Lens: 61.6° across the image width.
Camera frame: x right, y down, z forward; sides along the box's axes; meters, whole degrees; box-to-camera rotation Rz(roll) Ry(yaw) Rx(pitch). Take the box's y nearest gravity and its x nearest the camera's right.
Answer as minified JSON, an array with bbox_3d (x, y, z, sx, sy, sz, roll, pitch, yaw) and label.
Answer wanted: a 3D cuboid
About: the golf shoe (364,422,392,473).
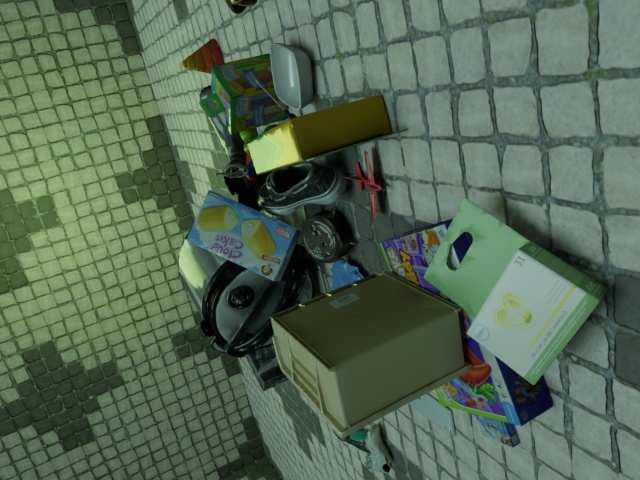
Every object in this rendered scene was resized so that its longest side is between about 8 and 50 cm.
[{"bbox_3d":[0.180,0.625,1.610,0.085,0.069,0.176,15,126,31],"label":"golf shoe"}]

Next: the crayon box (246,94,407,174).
[{"bbox_3d":[-0.002,-0.211,1.085,0.323,0.203,0.083,4,113,65],"label":"crayon box"}]

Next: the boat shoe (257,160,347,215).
[{"bbox_3d":[-0.075,-0.147,1.343,0.119,0.121,0.335,32,156,-31],"label":"boat shoe"}]

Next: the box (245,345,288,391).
[{"bbox_3d":[-0.157,0.331,1.865,0.308,0.242,0.077,57,155,30],"label":"box"}]

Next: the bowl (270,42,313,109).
[{"bbox_3d":[-0.062,-0.390,1.265,0.142,0.053,0.142,43,145,48],"label":"bowl"}]

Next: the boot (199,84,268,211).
[{"bbox_3d":[-0.236,-0.256,1.506,0.338,0.118,0.223,54,-155,-31],"label":"boot"}]

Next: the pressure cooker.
[{"bbox_3d":[-0.225,0.136,1.677,0.420,0.375,0.370,43,143,49],"label":"pressure cooker"}]

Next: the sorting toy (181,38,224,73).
[{"bbox_3d":[-0.338,-0.491,1.717,0.366,0.126,0.127,60,156,23],"label":"sorting toy"}]

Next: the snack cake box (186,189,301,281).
[{"bbox_3d":[-0.202,-0.012,1.439,0.264,0.152,0.089,24,179,7],"label":"snack cake box"}]

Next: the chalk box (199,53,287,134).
[{"bbox_3d":[-0.205,-0.376,1.392,0.132,0.212,0.132,57,155,27],"label":"chalk box"}]

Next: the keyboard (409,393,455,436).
[{"bbox_3d":[0.238,0.385,1.310,0.256,0.014,0.072,24,126,60],"label":"keyboard"}]

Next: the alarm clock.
[{"bbox_3d":[0.000,0.000,1.378,0.192,0.064,0.129,-31,89,48],"label":"alarm clock"}]

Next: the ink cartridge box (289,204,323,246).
[{"bbox_3d":[-0.030,-0.036,1.486,0.109,0.062,0.210,20,128,60],"label":"ink cartridge box"}]

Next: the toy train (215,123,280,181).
[{"bbox_3d":[-0.182,-0.241,1.424,0.105,0.247,0.144,-42,62,48],"label":"toy train"}]

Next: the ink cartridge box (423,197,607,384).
[{"bbox_3d":[0.262,0.071,0.789,0.235,0.056,0.171,38,127,25],"label":"ink cartridge box"}]

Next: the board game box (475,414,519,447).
[{"bbox_3d":[0.334,0.344,1.038,0.090,0.020,0.090,-13,98,69],"label":"board game box"}]

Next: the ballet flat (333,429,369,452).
[{"bbox_3d":[0.111,0.645,1.754,0.203,0.074,0.074,-7,103,61],"label":"ballet flat"}]

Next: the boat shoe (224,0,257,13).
[{"bbox_3d":[-0.177,-0.616,1.262,0.123,0.123,0.342,66,163,-15],"label":"boat shoe"}]

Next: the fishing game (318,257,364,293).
[{"bbox_3d":[0.087,0.134,1.401,0.264,0.041,0.189,7,116,56],"label":"fishing game"}]

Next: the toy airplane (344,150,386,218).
[{"bbox_3d":[0.101,-0.124,1.154,0.151,0.028,0.151,48,148,43],"label":"toy airplane"}]

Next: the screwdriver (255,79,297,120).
[{"bbox_3d":[-0.103,-0.334,1.338,0.170,0.025,0.024,39,176,-21],"label":"screwdriver"}]

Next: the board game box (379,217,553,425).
[{"bbox_3d":[0.250,0.139,0.974,0.347,0.078,0.233,69,158,0],"label":"board game box"}]

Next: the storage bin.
[{"bbox_3d":[0.076,0.177,0.957,0.260,0.262,0.123,26,132,59],"label":"storage bin"}]
